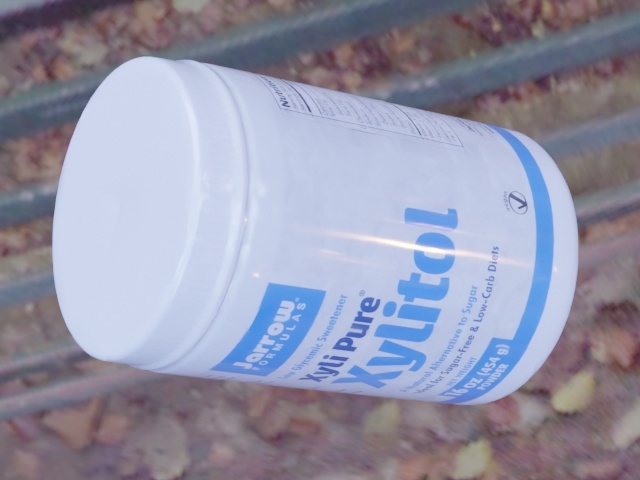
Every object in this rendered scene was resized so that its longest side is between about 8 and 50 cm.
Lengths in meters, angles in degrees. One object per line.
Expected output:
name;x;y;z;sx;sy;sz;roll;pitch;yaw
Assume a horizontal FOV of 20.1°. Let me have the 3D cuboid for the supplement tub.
supplement tub;0.000;0.000;0.420;0.071;0.107;0.071;-17;69;54
